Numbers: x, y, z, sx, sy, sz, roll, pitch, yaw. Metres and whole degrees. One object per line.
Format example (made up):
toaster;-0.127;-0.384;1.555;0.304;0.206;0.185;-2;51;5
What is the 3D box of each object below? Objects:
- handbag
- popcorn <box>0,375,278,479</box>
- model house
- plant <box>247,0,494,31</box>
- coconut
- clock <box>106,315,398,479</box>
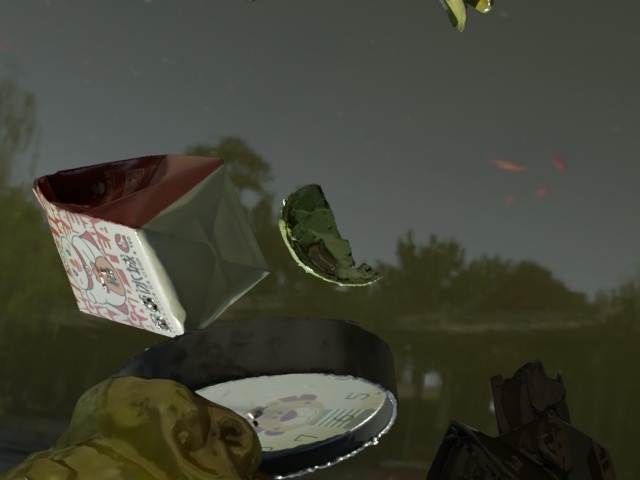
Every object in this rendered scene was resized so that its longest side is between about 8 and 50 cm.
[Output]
handbag;-0.220;-0.008;1.289;0.298;0.151;0.171;11;132;45
popcorn;-0.140;0.276;0.835;0.312;0.312;0.312;10;163;3
model house;0.137;0.207;0.752;0.204;0.243;0.211;-29;137;33
plant;0.069;-0.382;1.233;0.297;0.305;0.261;-19;161;-34
coconut;-0.001;0.001;1.399;0.133;0.158;0.055;2;141;-39
clock;-0.068;0.176;1.147;0.313;0.061;0.312;-8;149;-5
